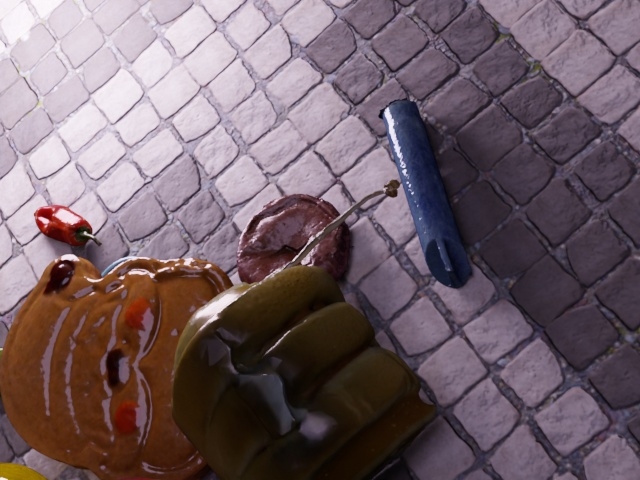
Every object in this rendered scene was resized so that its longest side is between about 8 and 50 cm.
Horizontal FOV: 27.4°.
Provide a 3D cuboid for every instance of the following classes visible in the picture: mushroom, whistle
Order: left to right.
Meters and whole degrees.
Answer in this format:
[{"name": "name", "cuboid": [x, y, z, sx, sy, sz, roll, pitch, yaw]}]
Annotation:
[{"name": "mushroom", "cuboid": [-0.001, 0.000, 1.894, 0.286, 0.028, 0.026, -35, 98, -3]}, {"name": "whistle", "cuboid": [0.149, -0.070, 1.876, 0.062, 0.062, 0.304, -25, 57, 16]}]

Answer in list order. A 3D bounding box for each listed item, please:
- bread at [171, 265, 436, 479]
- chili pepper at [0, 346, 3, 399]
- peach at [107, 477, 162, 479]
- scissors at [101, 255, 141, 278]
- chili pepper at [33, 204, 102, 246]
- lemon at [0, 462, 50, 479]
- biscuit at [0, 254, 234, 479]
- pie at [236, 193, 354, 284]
[{"name": "bread", "cuboid": [-0.050, 0.191, 1.734, 0.300, 0.210, 0.341, -36, 68, 1]}, {"name": "chili pepper", "cuboid": [-0.526, 0.217, 2.131, 0.034, 0.030, 0.091, -3, 65, 0]}, {"name": "peach", "cuboid": [-0.217, 0.493, 1.643, 0.353, 0.339, 0.416, -31, 52, -8]}, {"name": "scissors", "cuboid": [-0.165, 0.111, 1.982, 0.447, 0.029, 0.193, -2, 66, 26]}, {"name": "chili pepper", "cuboid": [-0.426, -0.026, 2.181, 0.191, 0.050, 0.059, 19, 93, 42]}, {"name": "lemon", "cuboid": [-0.467, 0.453, 1.792, 0.336, 0.336, 0.336, -12, 61, 24]}, {"name": "biscuit", "cuboid": [-0.286, 0.192, 1.959, 0.455, 0.078, 0.350, 0, 77, 24]}, {"name": "pie", "cuboid": [-0.042, 0.013, 1.941, 0.182, 0.049, 0.182, -9, 58, 14]}]
